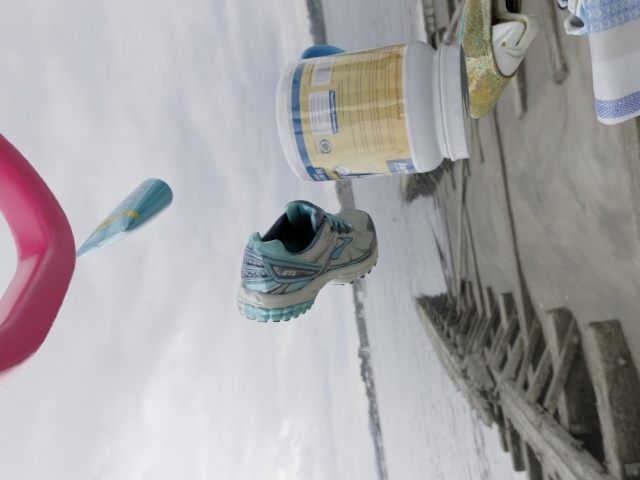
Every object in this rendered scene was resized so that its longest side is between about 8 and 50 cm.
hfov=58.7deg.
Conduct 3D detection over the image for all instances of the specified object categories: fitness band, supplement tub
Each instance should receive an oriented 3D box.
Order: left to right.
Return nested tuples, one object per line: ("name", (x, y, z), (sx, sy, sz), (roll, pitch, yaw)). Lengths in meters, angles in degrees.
("fitness band", (-0.251, -0.017, 0.351), (0.209, 0.054, 0.291), (47, -173, -26))
("supplement tub", (0.064, -0.145, 0.649), (0.144, 0.200, 0.144), (-3, -90, -70))

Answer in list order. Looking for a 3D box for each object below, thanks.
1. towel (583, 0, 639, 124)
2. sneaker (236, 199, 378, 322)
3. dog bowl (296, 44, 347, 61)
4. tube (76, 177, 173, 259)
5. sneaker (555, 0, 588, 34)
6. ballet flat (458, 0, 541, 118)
("towel", (0.271, -0.242, 0.394), (0.034, 0.209, 0.285), (-115, 3, -62))
("sneaker", (0.000, 0.000, 0.767), (0.283, 0.110, 0.122), (-36, -45, -51))
("dog bowl", (0.039, -0.258, 1.095), (0.297, 0.166, 0.074), (66, 150, 25))
("tube", (-0.247, -0.028, 0.736), (0.052, 0.080, 0.207), (53, -165, -16))
("sneaker", (0.404, -0.403, 0.877), (0.237, 0.086, 0.085), (40, -144, -54))
("ballet flat", (0.268, -0.353, 0.831), (0.123, 0.123, 0.348), (-87, -5, -72))
